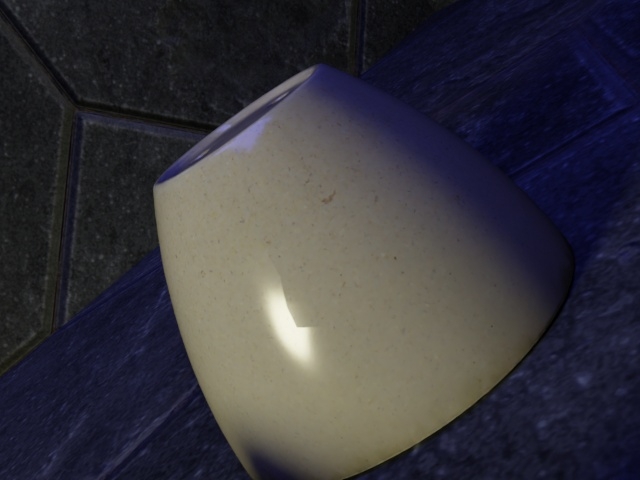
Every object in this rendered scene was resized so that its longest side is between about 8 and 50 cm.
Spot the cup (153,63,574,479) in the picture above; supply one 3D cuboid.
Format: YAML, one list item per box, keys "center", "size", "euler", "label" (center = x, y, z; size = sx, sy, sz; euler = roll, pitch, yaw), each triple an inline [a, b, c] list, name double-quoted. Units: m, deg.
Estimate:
- center: [0.000, 0.000, 0.745]
  size: [0.331, 0.237, 0.331]
  euler: [-34, 15, 10]
  label: "cup"
